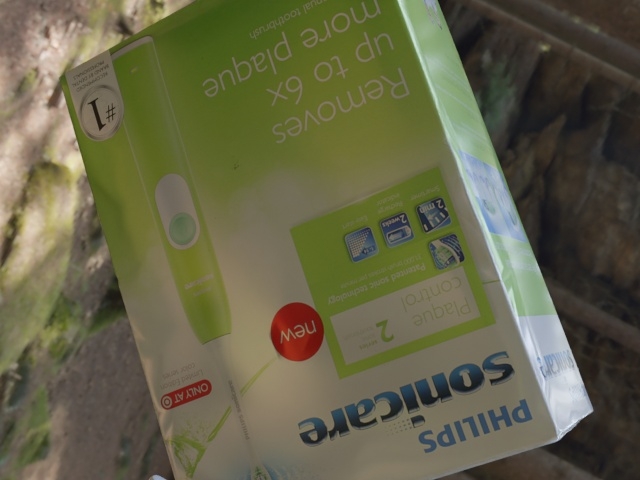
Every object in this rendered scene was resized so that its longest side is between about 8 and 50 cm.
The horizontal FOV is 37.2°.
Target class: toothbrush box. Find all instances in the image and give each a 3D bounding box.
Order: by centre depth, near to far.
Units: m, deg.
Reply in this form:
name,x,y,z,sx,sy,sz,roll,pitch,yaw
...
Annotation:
name,x,y,z,sx,sy,sz,roll,pitch,yaw
toothbrush box,0.000,0.000,0.540,0.206,0.283,0.122,-22,169,21

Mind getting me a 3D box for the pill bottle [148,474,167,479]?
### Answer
name,x,y,z,sx,sy,sz,roll,pitch,yaw
pill bottle,-0.203,0.325,0.939,0.184,0.103,0.103,-47,176,-5
